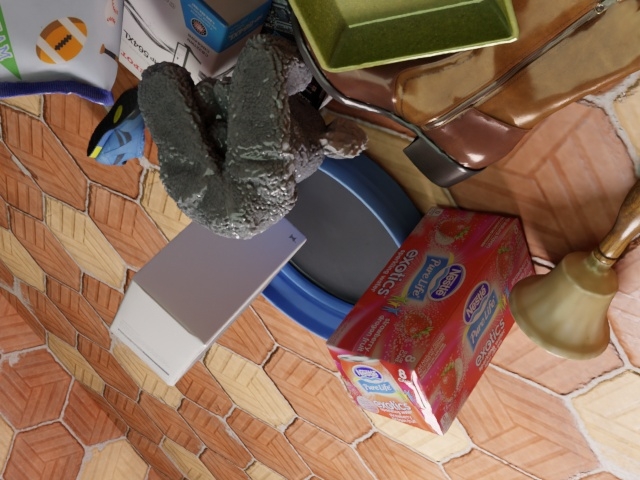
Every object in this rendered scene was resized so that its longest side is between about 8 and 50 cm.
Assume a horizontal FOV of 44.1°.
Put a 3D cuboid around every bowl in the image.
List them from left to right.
[{"bbox_3d":[0.000,0.000,1.171,0.391,0.077,0.391,28,145,22],"label":"bowl"}]

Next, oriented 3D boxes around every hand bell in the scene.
[{"bbox_3d":[0.309,0.008,0.843,0.126,0.126,0.242,34,135,14],"label":"hand bell"}]

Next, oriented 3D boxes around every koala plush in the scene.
[{"bbox_3d":[-0.063,-0.111,0.906,0.196,0.221,0.203,-7,94,26],"label":"koala plush"}]

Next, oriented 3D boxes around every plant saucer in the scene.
[{"bbox_3d":[0.056,-0.239,0.661,0.189,0.045,0.188,-4,139,27],"label":"plant saucer"}]

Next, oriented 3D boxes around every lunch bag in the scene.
[{"bbox_3d":[-0.332,-0.346,0.867,0.385,0.239,0.327,-138,52,-58],"label":"lunch bag"}]

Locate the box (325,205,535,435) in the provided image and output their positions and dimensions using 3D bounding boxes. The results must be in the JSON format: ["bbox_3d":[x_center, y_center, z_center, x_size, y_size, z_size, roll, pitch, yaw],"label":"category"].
[{"bbox_3d":[0.141,0.087,0.949,0.128,0.257,0.122,11,138,41],"label":"box"}]

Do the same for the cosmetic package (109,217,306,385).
[{"bbox_3d":[-0.168,0.064,1.144,0.138,0.224,0.224,43,148,-1],"label":"cosmetic package"}]

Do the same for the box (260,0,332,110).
[{"bbox_3d":[-0.053,-0.277,0.928,0.220,0.051,0.175,40,148,6],"label":"box"}]

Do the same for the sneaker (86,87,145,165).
[{"bbox_3d":[-0.319,-0.186,1.326,0.082,0.069,0.209,21,148,-28],"label":"sneaker"}]

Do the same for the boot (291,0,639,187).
[{"bbox_3d":[0.135,-0.197,0.737,0.264,0.096,0.280,47,137,-7],"label":"boot"}]

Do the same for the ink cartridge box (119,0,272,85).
[{"bbox_3d":[-0.159,-0.254,0.940,0.148,0.086,0.203,42,148,3],"label":"ink cartridge box"}]
